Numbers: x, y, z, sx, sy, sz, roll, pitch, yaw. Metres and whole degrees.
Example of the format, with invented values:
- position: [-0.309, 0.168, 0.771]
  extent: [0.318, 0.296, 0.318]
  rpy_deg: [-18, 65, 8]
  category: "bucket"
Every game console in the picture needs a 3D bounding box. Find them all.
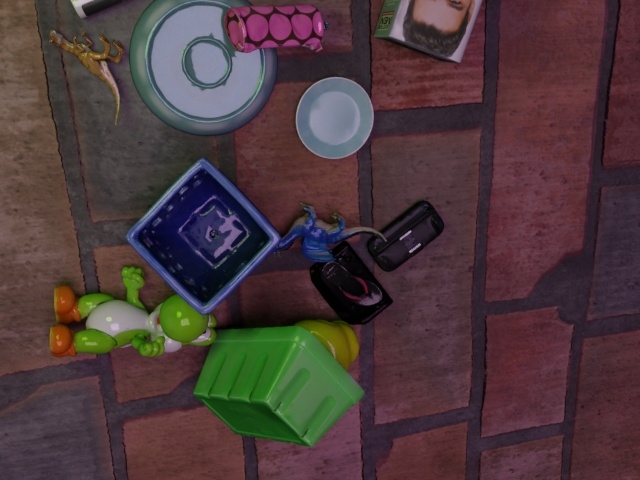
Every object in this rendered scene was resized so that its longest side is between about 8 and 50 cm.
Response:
- position: [0.162, 0.051, 1.565]
  extent: [0.361, 0.044, 0.213]
  rpy_deg: [-38, 113, 0]
  category: "game console"

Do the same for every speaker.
- position: [-0.425, -0.492, 1.222]
  extent: [0.136, 0.055, 0.055]
  rpy_deg: [-25, 112, -7]
  category: "speaker"

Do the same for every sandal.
- position: [0.079, 0.113, 1.518]
  extent: [0.179, 0.040, 0.067]
  rpy_deg: [33, 97, -22]
  category: "sandal"

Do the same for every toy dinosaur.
- position: [-0.453, -0.359, 1.263]
  extent: [0.112, 0.064, 0.211]
  rpy_deg: [-39, 105, 19]
  category: "toy dinosaur"

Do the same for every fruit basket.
- position: [-0.062, 0.282, 1.454]
  extent: [0.392, 0.392, 0.283]
  rpy_deg: [-39, 114, -1]
  category: "fruit basket"

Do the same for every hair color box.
- position: [0.271, -0.602, 1.347]
  extent: [0.185, 0.113, 0.374]
  rpy_deg: [13, 104, -19]
  category: "hair color box"

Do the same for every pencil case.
- position: [-0.092, -0.437, 1.277]
  extent: [0.209, 0.095, 0.098]
  rpy_deg: [-15, 100, -30]
  category: "pencil case"

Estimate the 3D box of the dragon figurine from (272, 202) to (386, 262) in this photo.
- position: [0.000, 0.000, 1.469]
  extent: [0.289, 0.085, 0.144]
  rpy_deg: [15, 102, -9]
  category: "dragon figurine"

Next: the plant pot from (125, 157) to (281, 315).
- position: [-0.239, -0.015, 1.323]
  extent: [0.236, 0.212, 0.236]
  rpy_deg: [-44, 96, 1]
  category: "plant pot"

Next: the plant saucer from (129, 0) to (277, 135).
- position: [-0.244, -0.380, 1.315]
  extent: [0.317, 0.044, 0.317]
  rpy_deg: [-4, 108, -14]
  category: "plant saucer"

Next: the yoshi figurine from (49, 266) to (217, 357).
- position: [-0.403, 0.172, 1.371]
  extent: [0.362, 0.203, 0.203]
  rpy_deg: [4, 100, -20]
  category: "yoshi figurine"

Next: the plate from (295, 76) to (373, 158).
- position: [0.032, -0.284, 1.431]
  extent: [0.188, 0.024, 0.188]
  rpy_deg: [-4, 108, -13]
  category: "plate"
